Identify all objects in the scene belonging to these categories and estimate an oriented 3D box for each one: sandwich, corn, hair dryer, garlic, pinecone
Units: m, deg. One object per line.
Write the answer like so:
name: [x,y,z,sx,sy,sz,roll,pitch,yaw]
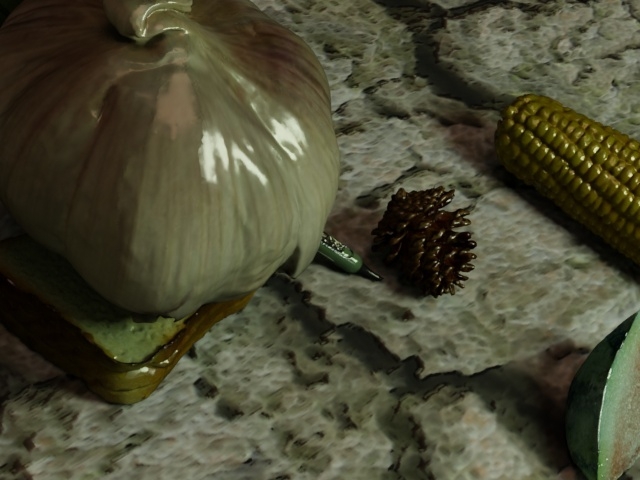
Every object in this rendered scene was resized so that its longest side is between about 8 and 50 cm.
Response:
sandwich: [-0.166,0.025,1.044,0.186,0.065,0.215,35,45,9]
corn: [0.346,-0.038,1.283,0.363,0.120,0.120,36,46,11]
hair dryer: [0.000,0.000,1.150,0.150,0.071,0.047,31,47,-19]
garlic: [-0.132,-0.094,0.980,0.322,0.241,0.322,33,29,-21]
pinecone: [0.102,0.001,1.164,0.102,0.102,0.109,-9,65,-29]

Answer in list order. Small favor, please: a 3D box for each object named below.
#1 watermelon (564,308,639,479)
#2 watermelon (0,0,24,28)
watermelon: [0.276,0.153,1.121,0.094,0.081,0.180,43,62,-5]
watermelon: [-0.249,-0.244,1.170,0.214,0.188,0.188,36,45,-6]
